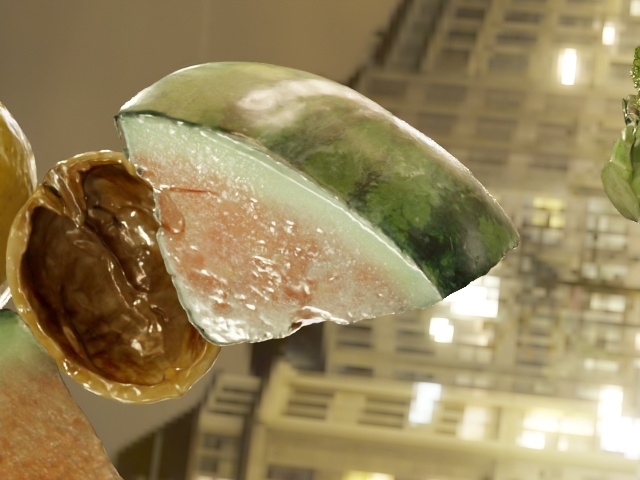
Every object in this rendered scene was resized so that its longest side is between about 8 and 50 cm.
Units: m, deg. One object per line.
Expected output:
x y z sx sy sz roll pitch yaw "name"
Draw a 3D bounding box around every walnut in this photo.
-0.156 0.033 1.558 0.211 0.167 0.087 62 -176 7 "walnut"

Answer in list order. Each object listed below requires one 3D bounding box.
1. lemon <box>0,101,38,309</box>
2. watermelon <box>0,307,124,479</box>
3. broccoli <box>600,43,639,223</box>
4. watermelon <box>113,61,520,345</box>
-0.385 -0.030 1.699 0.297 0.297 0.297 6 -90 -79 "lemon"
-0.148 0.176 0.926 0.193 0.257 0.140 -31 -23 -45 "watermelon"
0.207 -0.053 1.036 0.131 0.120 0.130 55 162 10 "broccoli"
0.000 0.000 1.361 0.213 0.262 0.201 -26 -39 -56 "watermelon"
